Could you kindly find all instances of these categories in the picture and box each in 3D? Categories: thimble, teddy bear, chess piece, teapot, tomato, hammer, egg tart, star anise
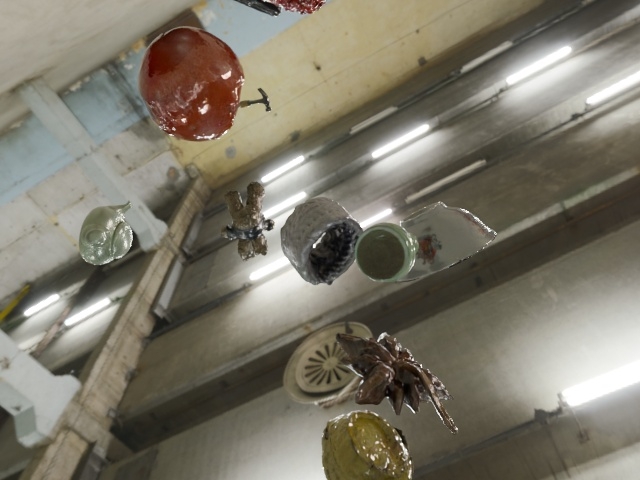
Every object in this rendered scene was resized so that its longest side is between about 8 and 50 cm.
[{"bbox_3d":[0.000,0.000,1.327,0.217,0.245,0.157,-6,-145,-31],"label":"thimble"},{"bbox_3d":[-0.239,-0.061,1.455,0.182,0.251,0.129,-12,-175,-7],"label":"teddy bear"},{"bbox_3d":[0.193,0.020,1.125,0.139,0.139,0.272,-18,176,25],"label":"chess piece"},{"bbox_3d":[-0.743,0.002,1.524,0.149,0.219,0.318,10,-156,-6],"label":"teapot"},{"bbox_3d":[-0.251,-0.297,0.862,0.208,0.184,0.208,-39,-135,53],"label":"tomato"},{"bbox_3d":[-0.251,-0.475,1.541,0.201,0.078,0.021,6,-150,38],"label":"hammer"},{"bbox_3d":[0.109,0.476,1.027,0.232,0.098,0.252,26,-151,21],"label":"egg tart"},{"bbox_3d":[0.193,0.340,1.150,0.293,0.109,0.349,5,-153,-11],"label":"star anise"}]

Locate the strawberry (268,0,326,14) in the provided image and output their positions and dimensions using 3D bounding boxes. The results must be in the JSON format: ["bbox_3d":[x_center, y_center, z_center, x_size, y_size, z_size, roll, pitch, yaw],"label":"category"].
[{"bbox_3d":[-0.072,-0.672,1.141,0.201,0.184,0.187,-32,179,-20],"label":"strawberry"}]

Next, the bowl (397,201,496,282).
[{"bbox_3d":[0.345,-0.020,1.386,0.346,0.157,0.345,-27,-176,2],"label":"bowl"}]

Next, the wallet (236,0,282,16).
[{"bbox_3d":[-0.164,-0.867,1.246,0.062,0.228,0.406,-148,-107,-69],"label":"wallet"}]
